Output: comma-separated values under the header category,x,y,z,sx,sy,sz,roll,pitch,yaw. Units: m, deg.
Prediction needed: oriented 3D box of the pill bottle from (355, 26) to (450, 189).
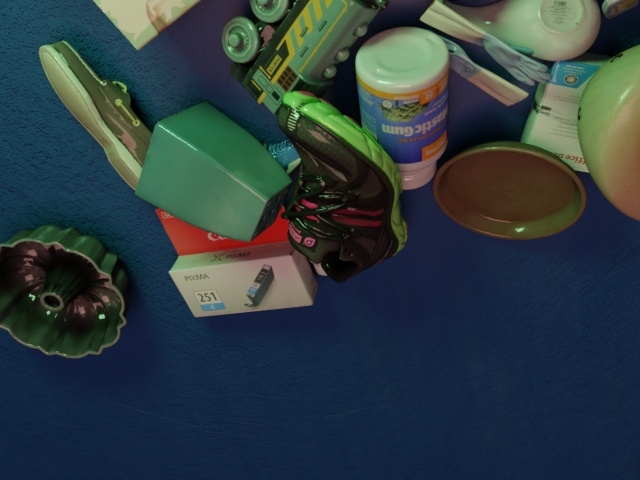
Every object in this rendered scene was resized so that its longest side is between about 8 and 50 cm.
category,x,y,z,sx,sy,sz,roll,pitch,yaw
pill bottle,0.147,-0.216,1.232,0.152,0.152,0.272,-2,143,9

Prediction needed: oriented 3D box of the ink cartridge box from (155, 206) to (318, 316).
category,x,y,z,sx,sy,sz,roll,pitch,yaw
ink cartridge box,-0.185,0.035,1.500,0.296,0.066,0.261,-8,123,22

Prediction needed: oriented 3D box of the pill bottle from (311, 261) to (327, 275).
category,x,y,z,sx,sy,sz,roll,pitch,yaw
pill bottle,0.000,0.000,1.467,0.078,0.078,0.137,-13,121,16

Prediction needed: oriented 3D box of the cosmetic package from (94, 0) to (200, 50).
category,x,y,z,sx,sy,sz,roll,pitch,yaw
cosmetic package,-0.211,-0.453,1.125,0.296,0.153,0.129,-32,117,17

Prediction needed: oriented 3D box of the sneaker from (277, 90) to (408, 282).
category,x,y,z,sx,sy,sz,roll,pitch,yaw
sneaker,0.027,-0.064,1.245,0.202,0.185,0.482,-41,144,-10

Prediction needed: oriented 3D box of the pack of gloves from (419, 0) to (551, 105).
category,x,y,z,sx,sy,sz,roll,pitch,yaw
pack of gloves,0.265,-0.318,1.178,0.232,0.195,0.046,29,86,-7

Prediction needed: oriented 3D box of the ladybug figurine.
category,x,y,z,sx,sy,sz,roll,pitch,yaw
ladybug figurine,0.574,-0.182,1.156,0.449,0.162,0.305,16,114,-37

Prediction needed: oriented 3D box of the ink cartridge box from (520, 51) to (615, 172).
category,x,y,z,sx,sy,sz,roll,pitch,yaw
ink cartridge box,0.448,-0.230,1.253,0.140,0.082,0.190,11,125,1

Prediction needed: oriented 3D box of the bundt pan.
category,x,y,z,sx,sy,sz,roll,pitch,yaw
bundt pan,-0.574,0.102,1.584,0.331,0.124,0.330,3,123,5

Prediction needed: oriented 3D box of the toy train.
category,x,y,z,sx,sy,sz,roll,pitch,yaw
toy train,-0.022,-0.358,1.168,0.190,0.142,0.334,49,123,9

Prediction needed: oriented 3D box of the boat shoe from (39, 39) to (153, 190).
category,x,y,z,sx,sy,sz,roll,pitch,yaw
boat shoe,-0.399,-0.242,1.350,0.117,0.097,0.324,4,132,57

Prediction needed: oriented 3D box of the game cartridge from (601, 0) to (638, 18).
category,x,y,z,sx,sy,sz,roll,pitch,yaw
game cartridge,0.485,-0.384,1.150,0.056,0.083,0.017,-20,83,23

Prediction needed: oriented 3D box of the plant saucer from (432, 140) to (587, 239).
category,x,y,z,sx,sy,sz,roll,pitch,yaw
plant saucer,0.350,-0.093,1.325,0.278,0.041,0.278,12,149,8

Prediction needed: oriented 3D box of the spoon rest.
category,x,y,z,sx,sy,sz,roll,pitch,yaw
spoon rest,0.321,-0.373,1.172,0.277,0.084,0.137,8,89,1

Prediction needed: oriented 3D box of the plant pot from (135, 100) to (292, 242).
category,x,y,z,sx,sy,sz,roll,pitch,yaw
plant pot,-0.185,-0.114,1.324,0.234,0.166,0.165,33,124,8

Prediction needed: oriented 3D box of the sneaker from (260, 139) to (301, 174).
category,x,y,z,sx,sy,sz,roll,pitch,yaw
sneaker,-0.084,-0.172,1.376,0.085,0.058,0.152,28,129,-21
